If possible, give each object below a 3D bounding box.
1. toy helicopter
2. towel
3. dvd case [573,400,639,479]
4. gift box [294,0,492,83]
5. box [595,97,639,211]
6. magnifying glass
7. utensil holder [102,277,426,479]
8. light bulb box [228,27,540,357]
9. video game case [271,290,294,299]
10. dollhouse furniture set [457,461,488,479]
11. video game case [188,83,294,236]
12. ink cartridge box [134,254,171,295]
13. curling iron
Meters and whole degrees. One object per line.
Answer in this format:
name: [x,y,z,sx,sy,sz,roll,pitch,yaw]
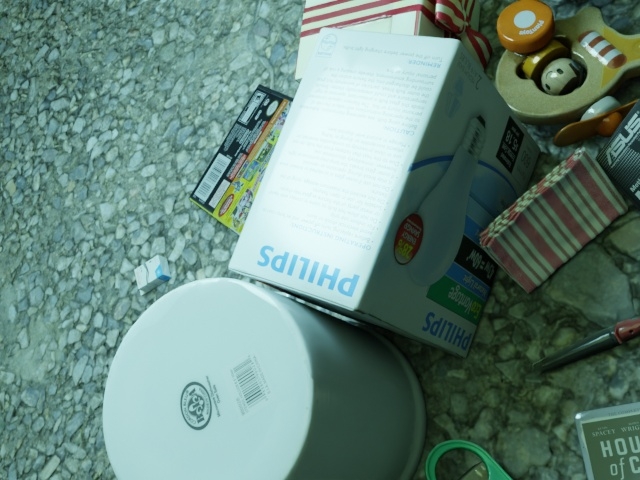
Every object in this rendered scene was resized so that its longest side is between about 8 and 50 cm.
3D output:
toy helicopter: [0.440,-0.253,1.104,0.355,0.140,0.235,-11,61,16]
towel: [0.336,-0.023,1.074,0.197,0.144,0.029,-43,33,11]
dvd case: [0.439,0.324,0.956,0.179,0.029,0.238,-17,65,25]
gift box: [0.129,-0.359,1.252,0.258,0.255,0.276,0,79,33]
box: [0.509,-0.131,0.968,0.216,0.060,0.270,60,143,31]
magnifying glass: [0.252,0.343,1.014,0.231,0.026,0.092,22,60,17]
utensil holder: [-0.065,0.242,1.059,0.328,0.385,0.327,-8,71,25]
light bulb box: [0.111,-0.055,1.090,0.225,0.358,0.361,17,83,36]
video game case: [-0.165,0.188,1.374,0.227,0.026,0.206,4,75,32]
dollhouse furniture set: [0.184,0.480,1.033,0.301,0.151,0.197,-35,60,-18]
video game case: [-0.115,-0.148,1.431,0.248,0.035,0.274,33,91,47]
ink cartridge box: [-0.347,0.071,1.524,0.083,0.028,0.048,-31,59,19]
curling iron: [0.422,0.136,1.028,0.274,0.035,0.068,-21,63,23]
